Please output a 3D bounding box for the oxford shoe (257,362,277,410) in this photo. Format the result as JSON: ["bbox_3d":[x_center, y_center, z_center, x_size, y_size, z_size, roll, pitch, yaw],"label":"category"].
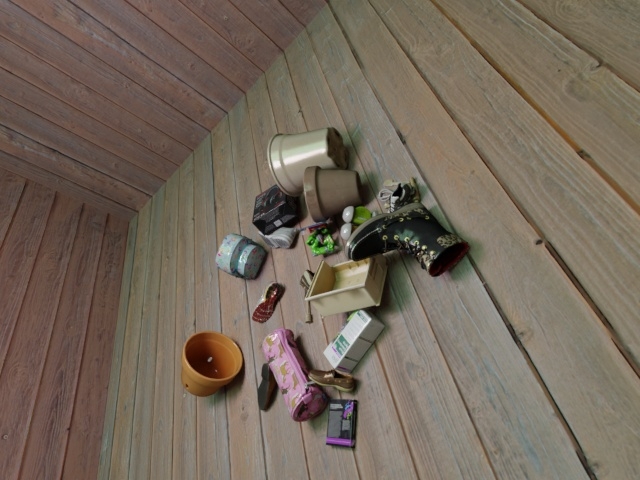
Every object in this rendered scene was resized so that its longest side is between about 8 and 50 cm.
[{"bbox_3d":[-0.223,0.640,1.842,0.076,0.076,0.213,18,98,48],"label":"oxford shoe"}]

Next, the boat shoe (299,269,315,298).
[{"bbox_3d":[-0.027,0.232,1.854,0.095,0.095,0.257,-50,29,8],"label":"boat shoe"}]

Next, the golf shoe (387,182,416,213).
[{"bbox_3d":[0.299,-0.145,1.691,0.077,0.093,0.198,36,106,49],"label":"golf shoe"}]

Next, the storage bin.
[{"bbox_3d":[0.111,0.152,1.651,0.262,0.123,0.260,-20,29,31],"label":"storage bin"}]

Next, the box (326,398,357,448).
[{"bbox_3d":[0.078,0.664,1.537,0.116,0.029,0.162,-16,59,40],"label":"box"}]

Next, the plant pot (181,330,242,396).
[{"bbox_3d":[-0.553,0.617,2.055,0.204,0.290,0.291,-58,37,28],"label":"plant pot"}]

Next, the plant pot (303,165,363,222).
[{"bbox_3d":[0.067,-0.224,1.908,0.229,0.263,0.263,-8,59,16],"label":"plant pot"}]

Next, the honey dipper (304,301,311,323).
[{"bbox_3d":[-0.059,0.295,1.897,0.030,0.030,0.161,-32,46,30],"label":"honey dipper"}]

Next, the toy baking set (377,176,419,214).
[{"bbox_3d":[0.324,-0.180,1.770,0.196,0.030,0.257,-24,52,36],"label":"toy baking set"}]

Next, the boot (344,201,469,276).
[{"bbox_3d":[0.304,0.020,1.498,0.377,0.138,0.284,-23,42,-20],"label":"boot"}]

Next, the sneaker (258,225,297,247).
[{"bbox_3d":[-0.220,-0.027,2.224,0.281,0.105,0.115,11,53,47],"label":"sneaker"}]

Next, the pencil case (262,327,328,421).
[{"bbox_3d":[-0.115,0.534,1.715,0.167,0.160,0.386,-48,40,8],"label":"pencil case"}]

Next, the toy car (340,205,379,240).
[{"bbox_3d":[0.163,-0.051,1.798,0.136,0.159,0.182,117,162,-66],"label":"toy car"}]

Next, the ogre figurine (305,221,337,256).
[{"bbox_3d":[0.000,0.000,1.957,0.118,0.097,0.197,-33,58,14],"label":"ogre figurine"}]

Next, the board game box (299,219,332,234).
[{"bbox_3d":[-0.019,-0.056,1.929,0.168,0.133,0.033,-11,96,46],"label":"board game box"}]

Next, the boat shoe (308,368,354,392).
[{"bbox_3d":[0.043,0.511,1.580,0.177,0.064,0.060,11,109,16],"label":"boat shoe"}]

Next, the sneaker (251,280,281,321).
[{"bbox_3d":[-0.266,0.303,2.082,0.225,0.088,0.092,-58,19,3],"label":"sneaker"}]

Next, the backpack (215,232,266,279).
[{"bbox_3d":[-0.425,0.086,2.232,0.190,0.253,0.225,18,80,30],"label":"backpack"}]

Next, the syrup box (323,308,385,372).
[{"bbox_3d":[0.126,0.378,1.601,0.237,0.096,0.093,-54,39,7],"label":"syrup box"}]

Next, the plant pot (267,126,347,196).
[{"bbox_3d":[-0.044,-0.417,2.104,0.305,0.333,0.334,-13,59,30],"label":"plant pot"}]

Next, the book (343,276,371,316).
[{"bbox_3d":[0.148,0.230,1.715,0.096,0.035,0.144,-32,48,25],"label":"book"}]

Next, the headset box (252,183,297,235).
[{"bbox_3d":[-0.238,-0.191,2.236,0.218,0.110,0.293,-29,33,18],"label":"headset box"}]
